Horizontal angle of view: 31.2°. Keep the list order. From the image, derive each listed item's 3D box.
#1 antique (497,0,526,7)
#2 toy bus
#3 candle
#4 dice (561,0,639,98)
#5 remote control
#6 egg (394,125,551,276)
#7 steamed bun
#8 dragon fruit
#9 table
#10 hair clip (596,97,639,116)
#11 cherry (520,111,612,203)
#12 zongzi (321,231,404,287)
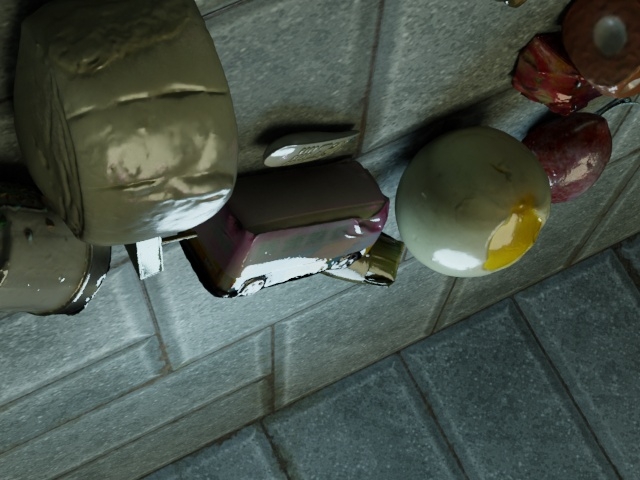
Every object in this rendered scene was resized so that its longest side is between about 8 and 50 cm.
[{"bbox_3d":[0.196,-0.392,1.441,0.284,0.125,0.150,-8,152,-49],"label":"antique"},{"bbox_3d":[-0.042,-0.031,2.013,0.386,0.171,0.162,-13,153,-41],"label":"toy bus"},{"bbox_3d":[-0.437,0.007,1.506,0.187,0.187,0.330,-36,160,23],"label":"candle"},{"bbox_3d":[0.538,-0.363,1.969,0.179,0.174,0.175,-19,160,-40],"label":"dice"},{"bbox_3d":[-0.019,-0.160,1.900,0.073,0.044,0.229,-37,169,35],"label":"remote control"},{"bbox_3d":[0.281,-0.066,2.213,0.283,0.283,0.345,-20,168,-26],"label":"egg"},{"bbox_3d":[-0.227,-0.118,1.379,0.247,0.236,0.383,-20,160,-20],"label":"steamed bun"},{"bbox_3d":[0.463,-0.291,2.117,0.274,0.126,0.161,-11,155,-42],"label":"dragon fruit"},{"bbox_3d":[-0.249,-0.053,1.714,0.111,0.121,0.240,-24,162,-15],"label":"table"},{"bbox_3d":[0.656,-0.292,2.553,0.115,0.039,0.030,-34,156,24],"label":"hair clip"},{"bbox_3d":[0.520,-0.184,2.430,0.192,0.175,0.249,4,147,-36],"label":"cherry"},{"bbox_3d":[0.000,0.000,2.328,0.260,0.123,0.289,18,-179,-30],"label":"zongzi"}]
